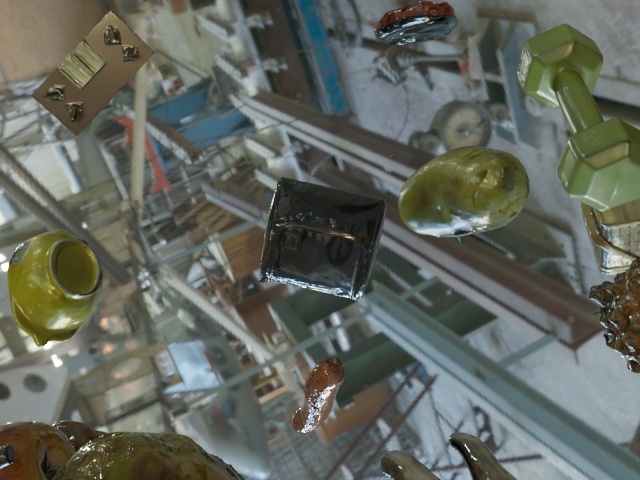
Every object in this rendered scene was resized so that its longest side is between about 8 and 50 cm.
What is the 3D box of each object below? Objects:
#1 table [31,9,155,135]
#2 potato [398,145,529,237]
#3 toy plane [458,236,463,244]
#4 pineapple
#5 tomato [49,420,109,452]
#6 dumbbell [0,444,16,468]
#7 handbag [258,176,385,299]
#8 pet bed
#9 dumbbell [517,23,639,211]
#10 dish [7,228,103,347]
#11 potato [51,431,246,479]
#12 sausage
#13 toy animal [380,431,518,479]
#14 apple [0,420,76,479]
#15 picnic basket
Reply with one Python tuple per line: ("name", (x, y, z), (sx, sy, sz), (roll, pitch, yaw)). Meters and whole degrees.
("table", (-0.461, -0.338, 1.565), (0.121, 0.240, 0.111), (43, -178, -17))
("potato", (0.241, -0.075, 1.317), (0.169, 0.143, 0.248), (37, 146, -28))
("toy plane", (0.318, -0.105, 1.675), (0.060, 0.235, 0.096), (6, 142, 25))
("pineapple", (0.360, 0.073, 0.768), (0.193, 0.166, 0.166), (16, 136, 39))
("tomato", (-0.586, 0.501, 1.821), (0.180, 0.214, 0.155), (-80, -9, -47))
("dumbbell", (-0.479, 0.285, 0.833), (0.143, 0.326, 0.143), (-22, -90, -85))
("handbag", (0.000, -0.002, 1.956), (0.178, 0.302, 0.275), (102, -178, -70))
("pet bed", (0.216, -0.487, 1.749), (0.201, 0.201, 0.053), (153, 110, -77))
("dumbbell", (0.356, -0.175, 1.054), (0.121, 0.108, 0.302), (94, 174, -46))
("dish", (-0.390, 0.057, 1.174), (0.149, 0.080, 0.207), (26, -132, -37))
("potato", (-0.240, 0.330, 0.861), (0.196, 0.300, 0.246), (34, -143, -40))
("sausage", (-0.007, 0.334, 1.615), (0.078, 0.078, 0.304), (59, 154, 26))
("toy animal", (0.210, 0.405, 0.869), (0.344, 0.194, 0.302), (0, 90, 58))
("apple", (-0.534, 0.455, 1.338), (0.301, 0.302, 0.301), (59, 166, 25))
("picnic basket", (0.721, -0.065, 1.653), (0.228, 0.313, 0.175), (-88, -15, -46))
